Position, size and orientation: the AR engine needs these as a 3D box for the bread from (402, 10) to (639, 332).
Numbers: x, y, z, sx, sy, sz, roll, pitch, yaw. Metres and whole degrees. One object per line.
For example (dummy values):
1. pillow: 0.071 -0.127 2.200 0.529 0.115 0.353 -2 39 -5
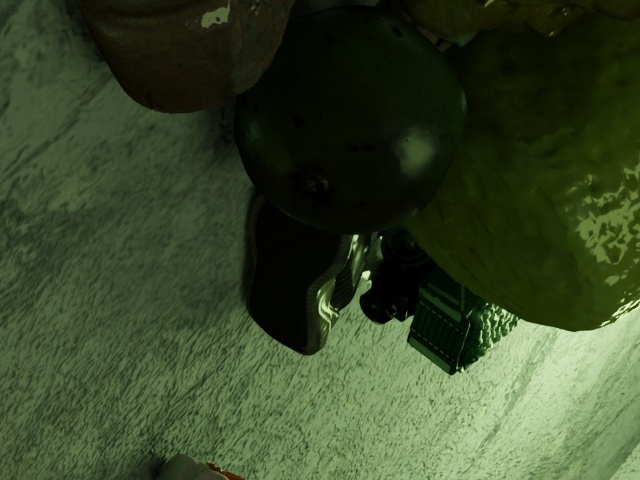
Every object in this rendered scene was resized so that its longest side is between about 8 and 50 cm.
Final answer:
1. bread: 0.238 -0.097 1.477 0.308 0.348 0.348 -39 151 -23

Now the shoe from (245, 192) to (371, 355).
1. shoe: 0.000 0.000 1.454 0.112 0.099 0.227 -44 157 -41

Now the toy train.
1. toy train: 0.160 0.011 1.676 0.269 0.154 0.115 -38 148 -33

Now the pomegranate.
1. pomegranate: 0.035 -0.113 1.286 0.225 0.187 0.187 -54 160 -39

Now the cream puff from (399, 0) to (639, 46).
1. cream puff: 0.198 -0.303 1.221 0.378 0.275 0.378 -45 153 -30

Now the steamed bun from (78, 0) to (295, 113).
1. steamed bun: -0.072 -0.167 1.091 0.175 0.106 0.145 -51 155 -16

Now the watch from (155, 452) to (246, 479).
1. watch: -0.094 0.338 1.507 0.231 0.244 0.196 -59 157 -12
